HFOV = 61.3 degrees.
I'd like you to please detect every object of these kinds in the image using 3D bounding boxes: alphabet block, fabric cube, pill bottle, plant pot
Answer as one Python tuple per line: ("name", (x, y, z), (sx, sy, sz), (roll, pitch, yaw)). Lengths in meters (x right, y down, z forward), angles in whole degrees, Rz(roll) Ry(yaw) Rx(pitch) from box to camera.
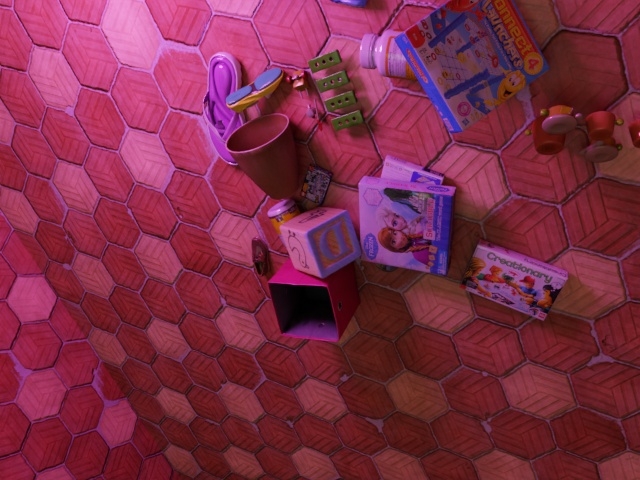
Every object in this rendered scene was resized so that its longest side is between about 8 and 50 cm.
("alphabet block", (0.000, 0.000, 1.952), (0.197, 0.193, 0.192), (13, 125, 58))
("fabric cube", (-0.014, 0.205, 2.088), (0.259, 0.258, 0.254), (2, 118, 25))
("pill bottle", (0.247, -0.544, 1.583), (0.245, 0.136, 0.136), (13, 123, 19))
("pill bottle", (-0.107, -0.042, 2.071), (0.117, 0.117, 0.215), (-17, 111, 33))
("plant pot", (-0.173, -0.278, 1.914), (0.237, 0.237, 0.254), (-4, 131, 28))

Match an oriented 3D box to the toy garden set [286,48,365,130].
("toy garden set", (0.018, -0.483, 1.791), (0.203, 0.049, 0.244), (-12, 114, 29))

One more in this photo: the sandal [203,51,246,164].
("sandal", (-0.359, -0.461, 1.951), (0.169, 0.102, 0.416), (11, 123, 20))

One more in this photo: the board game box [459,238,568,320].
("board game box", (0.654, 0.134, 1.845), (0.305, 0.053, 0.193), (21, 125, 13))

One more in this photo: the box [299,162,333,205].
("box", (-0.015, -0.205, 1.985), (0.094, 0.027, 0.137), (27, 127, 11))

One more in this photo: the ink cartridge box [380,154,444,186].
("ink cartridge box", (0.297, -0.164, 1.844), (0.206, 0.045, 0.208), (21, 127, 13))

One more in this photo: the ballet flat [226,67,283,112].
("ballet flat", (-0.217, -0.512, 1.863), (0.231, 0.077, 0.077), (-27, 144, 12))

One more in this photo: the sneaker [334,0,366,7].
("sneaker", (0.057, -0.751, 1.607), (0.188, 0.067, 0.078), (23, 105, 14))

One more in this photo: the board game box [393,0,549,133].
("board game box", (0.408, -0.501, 1.453), (0.302, 0.086, 0.308), (-36, 102, -4))

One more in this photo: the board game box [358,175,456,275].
("board game box", (0.292, -0.049, 1.852), (0.318, 0.066, 0.319), (9, 125, 22))

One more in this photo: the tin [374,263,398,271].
("tin", (0.255, 0.031, 1.991), (0.106, 0.040, 0.190), (19, 126, 10))

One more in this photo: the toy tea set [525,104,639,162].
("toy tea set", (0.749, -0.317, 1.495), (0.336, 0.124, 0.200), (9, 159, 0))

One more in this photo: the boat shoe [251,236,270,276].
("boat shoe", (-0.253, 0.070, 2.246), (0.064, 0.060, 0.178), (3, 120, 24))
